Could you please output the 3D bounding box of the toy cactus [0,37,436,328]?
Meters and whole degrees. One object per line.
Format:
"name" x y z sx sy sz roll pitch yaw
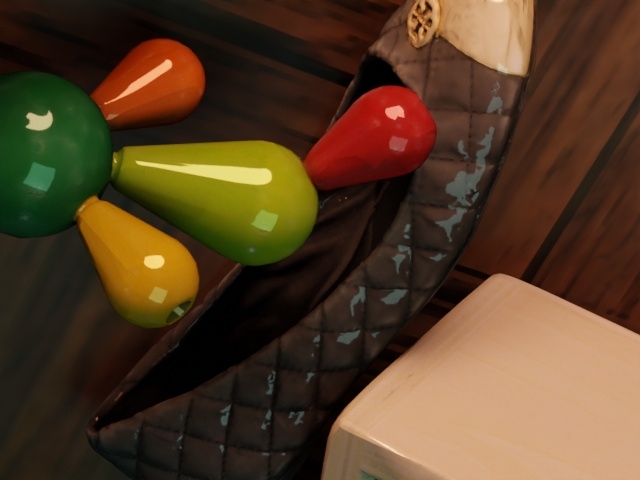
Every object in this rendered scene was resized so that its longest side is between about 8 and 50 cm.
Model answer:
"toy cactus" -0.092 -0.042 0.412 0.180 0.112 0.219 -35 134 17

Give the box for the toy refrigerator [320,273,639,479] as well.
"toy refrigerator" 0.046 0.155 0.555 0.094 0.102 0.269 -38 147 -46

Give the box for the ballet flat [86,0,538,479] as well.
"ballet flat" 0.000 0.000 0.493 0.049 0.057 0.173 21 112 -27
